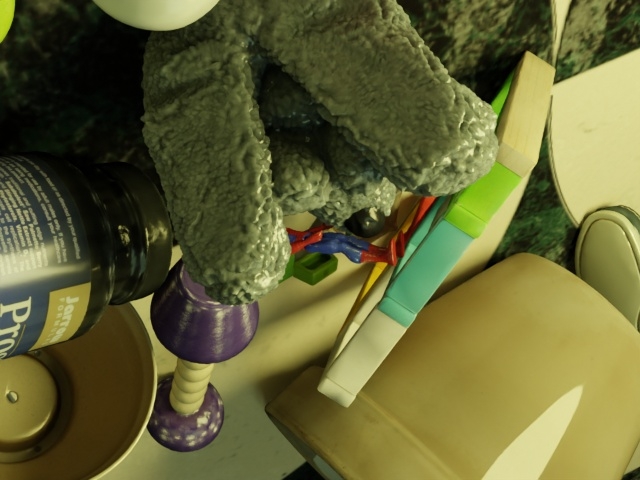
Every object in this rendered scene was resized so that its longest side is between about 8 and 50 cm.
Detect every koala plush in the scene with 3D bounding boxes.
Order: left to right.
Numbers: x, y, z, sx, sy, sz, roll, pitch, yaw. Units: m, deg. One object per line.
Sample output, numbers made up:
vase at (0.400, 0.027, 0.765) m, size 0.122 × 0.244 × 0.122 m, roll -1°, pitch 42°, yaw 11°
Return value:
koala plush at (0.001, -0.077, 0.701) m, size 0.196 × 0.203 × 0.221 m, roll -28°, pitch 167°, yaw 10°

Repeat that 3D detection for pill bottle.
pill bottle at (-0.202, 0.012, 0.651) m, size 0.219 × 0.123 × 0.123 m, roll -14°, pitch 144°, yaw -44°

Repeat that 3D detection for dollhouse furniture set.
dollhouse furniture set at (0.000, -0.020, 0.870) m, size 0.152 × 0.058 × 0.076 m, roll -31°, pitch 143°, yaw -36°

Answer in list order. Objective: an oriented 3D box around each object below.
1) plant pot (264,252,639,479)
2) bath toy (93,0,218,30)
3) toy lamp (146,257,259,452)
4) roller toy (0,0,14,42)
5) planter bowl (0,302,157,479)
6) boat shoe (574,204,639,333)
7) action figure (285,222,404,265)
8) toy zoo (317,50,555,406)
plant pot at (0.159, 0.174, 1.020) m, size 0.280 × 0.323 × 0.323 m, roll -44°, pitch 147°, yaw -10°
bath toy at (0.031, -0.214, 0.554) m, size 0.348 × 0.151 × 0.129 m, roll -17°, pitch 153°, yaw -9°
toy lamp at (-0.095, 0.087, 0.830) m, size 0.080 × 0.080 × 0.274 m, roll -17°, pitch 155°, yaw -21°
roller toy at (-0.262, -0.087, 0.478) m, size 0.209 × 0.146 × 0.191 m, roll 12°, pitch 118°, yaw -38°
planter bowl at (-0.207, 0.103, 0.765) m, size 0.162 × 0.162 × 0.109 m, roll -10°, pitch 166°, yaw -29°
boat shoe at (0.336, 0.062, 1.135) m, size 0.079 × 0.095 × 0.254 m, roll -36°, pitch 119°, yaw -23°
action figure at (0.000, 0.000, 0.775) m, size 0.038 × 0.115 × 0.030 m, roll -47°, pitch 135°, yaw -63°
toy zoo at (0.080, 0.005, 0.848) m, size 0.293 × 0.030 × 0.192 m, roll -56°, pitch -178°, yaw 32°
